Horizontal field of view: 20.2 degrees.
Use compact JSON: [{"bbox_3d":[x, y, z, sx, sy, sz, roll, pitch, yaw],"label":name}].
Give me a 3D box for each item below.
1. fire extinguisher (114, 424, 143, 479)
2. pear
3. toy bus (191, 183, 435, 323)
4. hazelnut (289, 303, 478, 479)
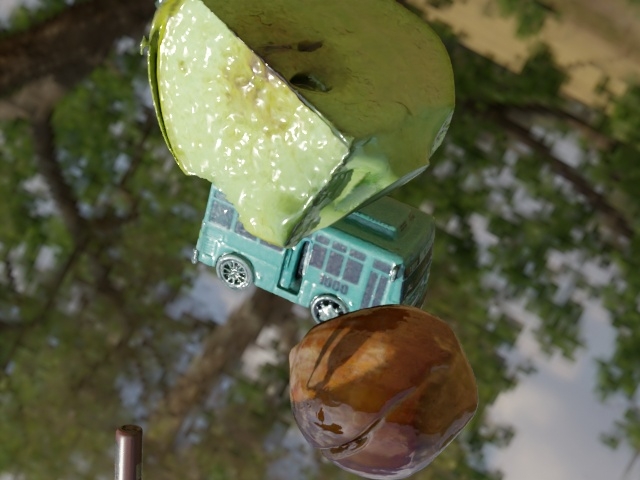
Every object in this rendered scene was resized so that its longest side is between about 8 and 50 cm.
[{"bbox_3d":[-0.170,0.208,1.589,0.032,0.100,0.046,-4,-163,-24],"label":"fire extinguisher"},{"bbox_3d":[-0.004,-0.144,1.795,0.286,0.176,0.282,44,-138,17],"label":"pear"},{"bbox_3d":[0.000,0.000,2.019,0.256,0.147,0.128,23,-144,12],"label":"toy bus"},{"bbox_3d":[0.060,0.136,1.721,0.182,0.182,0.182,27,-171,-5],"label":"hazelnut"}]
